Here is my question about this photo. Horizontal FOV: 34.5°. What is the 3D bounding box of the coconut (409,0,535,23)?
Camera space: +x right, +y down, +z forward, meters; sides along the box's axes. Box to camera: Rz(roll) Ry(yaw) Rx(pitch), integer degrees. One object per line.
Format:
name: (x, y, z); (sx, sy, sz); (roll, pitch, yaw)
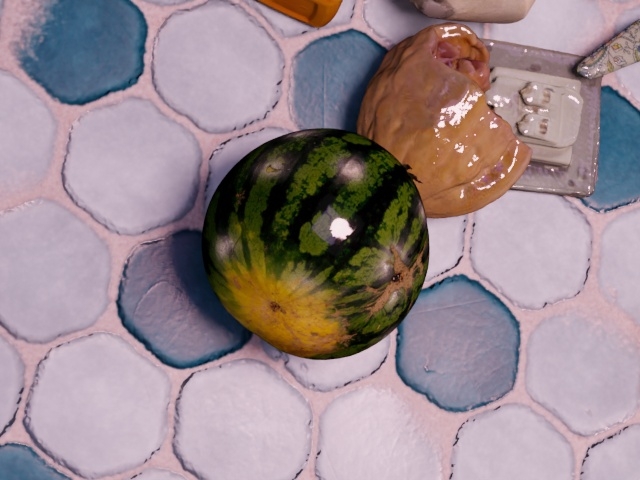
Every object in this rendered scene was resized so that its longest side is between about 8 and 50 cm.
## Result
coconut: (0.184, -0.374, 1.265); (0.241, 0.241, 0.241); (1, 83, -10)

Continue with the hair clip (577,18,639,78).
hair clip: (0.436, -0.264, 1.371); (0.229, 0.036, 0.066); (-24, 79, -23)

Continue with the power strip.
power strip: (0.272, -0.164, 1.335); (0.213, 0.064, 0.198); (5, 83, -10)

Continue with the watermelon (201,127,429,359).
watermelon: (-0.004, 0.004, 1.170); (0.269, 0.269, 0.269); (1, 83, -10)

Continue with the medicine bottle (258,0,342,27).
medicine bottle: (-0.009, -0.399, 1.285); (0.149, 0.112, 0.222); (25, 80, -6)

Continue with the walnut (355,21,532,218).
walnut: (0.133, -0.148, 1.253); (0.204, 0.141, 0.238); (-22, 73, 6)
